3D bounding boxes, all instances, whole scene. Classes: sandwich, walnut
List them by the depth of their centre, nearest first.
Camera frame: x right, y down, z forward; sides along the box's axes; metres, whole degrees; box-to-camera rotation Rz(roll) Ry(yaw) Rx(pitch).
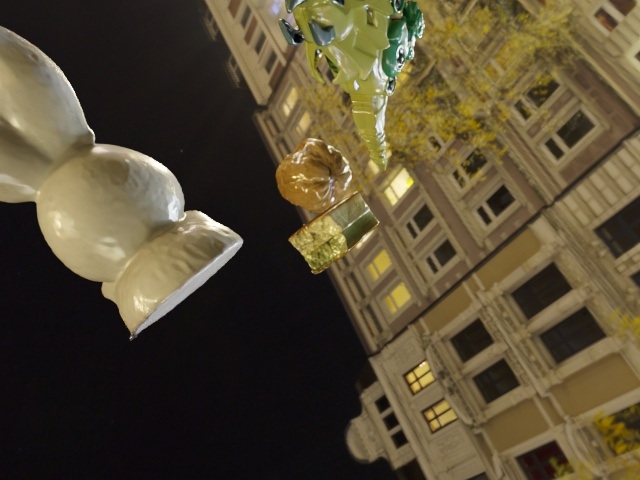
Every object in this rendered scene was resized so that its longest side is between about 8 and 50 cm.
[{"bbox_3d":[0.000,0.000,1.214,0.108,0.220,0.186,56,-137,-3],"label":"sandwich"},{"bbox_3d":[-0.026,-0.207,1.688,0.224,0.257,0.257,-19,-115,-28],"label":"walnut"}]

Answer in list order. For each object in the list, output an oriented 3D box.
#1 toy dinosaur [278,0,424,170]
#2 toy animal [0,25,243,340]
[{"bbox_3d":[0.044,-0.178,0.502,0.094,0.259,0.153,16,-114,31],"label":"toy dinosaur"},{"bbox_3d":[-0.170,-0.038,0.373,0.221,0.131,0.104,44,-95,-3],"label":"toy animal"}]
